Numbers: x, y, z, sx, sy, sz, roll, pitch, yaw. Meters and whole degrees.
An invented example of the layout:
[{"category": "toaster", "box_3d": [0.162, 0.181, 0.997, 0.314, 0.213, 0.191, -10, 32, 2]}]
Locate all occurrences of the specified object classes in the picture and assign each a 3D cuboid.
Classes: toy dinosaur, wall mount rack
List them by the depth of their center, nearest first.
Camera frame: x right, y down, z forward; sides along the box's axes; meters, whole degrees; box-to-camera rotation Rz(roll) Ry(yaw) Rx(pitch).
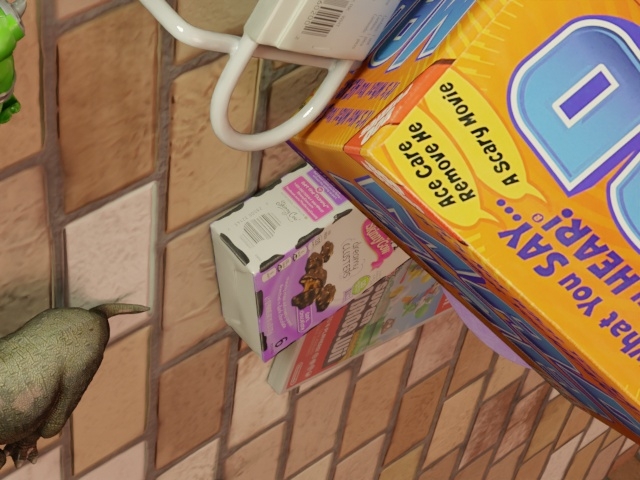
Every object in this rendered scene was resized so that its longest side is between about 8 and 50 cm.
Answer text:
[{"category": "wall mount rack", "box_3d": [0.032, -0.230, 1.003, 0.304, 0.130, 0.350, -1, 132, -52]}, {"category": "toy dinosaur", "box_3d": [-0.233, 0.114, 1.125, 0.313, 0.121, 0.160, -16, 156, -38]}]

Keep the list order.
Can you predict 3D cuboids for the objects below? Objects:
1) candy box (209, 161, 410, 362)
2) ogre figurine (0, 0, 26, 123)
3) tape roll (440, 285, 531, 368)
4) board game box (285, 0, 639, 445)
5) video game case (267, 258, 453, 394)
[{"category": "candy box", "box_3d": [0.000, 0.000, 1.348, 0.196, 0.070, 0.165, -34, 153, -19]}, {"category": "ogre figurine", "box_3d": [-0.239, -0.086, 0.845, 0.197, 0.097, 0.118, -6, 145, -41]}, {"category": "tape roll", "box_3d": [0.231, -0.012, 1.432, 0.090, 0.275, 0.275, -21, 146, -41]}, {"category": "board game box", "box_3d": [0.238, -0.087, 1.051, 0.356, 0.356, 0.356, -48, -168, -2]}, {"category": "video game case", "box_3d": [0.077, 0.049, 1.587, 0.285, 0.025, 0.204, -23, 147, -38]}]
